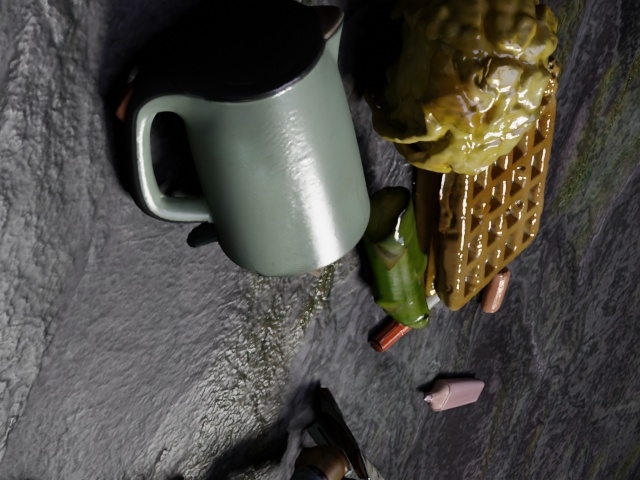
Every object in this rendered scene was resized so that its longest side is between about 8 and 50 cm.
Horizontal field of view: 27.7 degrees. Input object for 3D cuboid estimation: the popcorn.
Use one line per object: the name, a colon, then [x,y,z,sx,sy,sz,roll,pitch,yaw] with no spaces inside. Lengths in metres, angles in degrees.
popcorn: [0.160,-0.197,1.444,0.250,0.190,0.250,-62,-169,22]

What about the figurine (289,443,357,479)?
figurine: [-0.095,0.407,1.646,0.186,0.261,0.382,-34,-176,43]

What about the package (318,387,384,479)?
package: [0.058,0.312,1.822,0.030,0.154,0.239,-32,145,-4]

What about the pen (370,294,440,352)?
pen: [0.157,0.084,1.878,0.239,0.028,0.028,-39,146,-30]

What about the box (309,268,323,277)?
box: [0.000,0.000,1.569,0.083,0.024,0.053,-58,150,3]

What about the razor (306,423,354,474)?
razor: [0.014,0.340,1.882,0.036,0.084,0.211,-30,154,-12]

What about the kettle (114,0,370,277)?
kettle: [-0.073,-0.093,1.255,0.240,0.165,0.255,-20,141,-6]

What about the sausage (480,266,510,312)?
sausage: [0.275,0.077,2.042,0.034,0.034,0.083,-27,139,-42]

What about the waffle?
waffle: [0.218,-0.086,1.744,0.224,0.098,0.328,-38,146,-34]

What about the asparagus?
asparagus: [0.098,0.032,1.686,0.085,0.082,0.343,-11,152,3]

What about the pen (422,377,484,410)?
pen: [0.212,0.249,2.114,0.197,0.032,0.053,5,114,-60]
